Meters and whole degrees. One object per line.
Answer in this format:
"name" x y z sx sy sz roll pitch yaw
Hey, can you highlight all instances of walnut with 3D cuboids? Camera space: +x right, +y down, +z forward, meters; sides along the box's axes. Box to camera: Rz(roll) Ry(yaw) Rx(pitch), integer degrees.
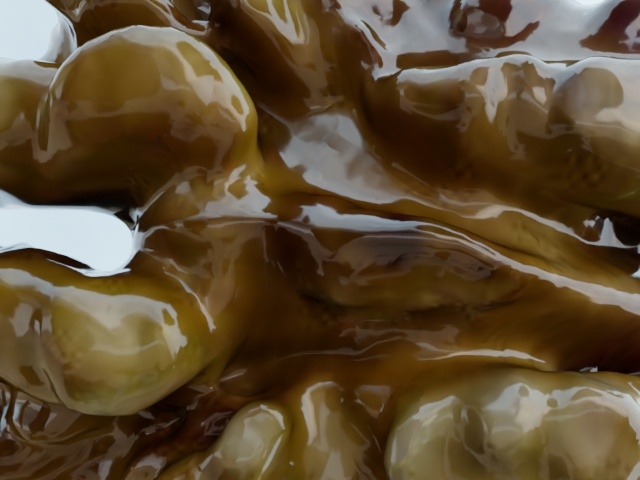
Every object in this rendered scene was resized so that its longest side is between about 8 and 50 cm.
"walnut" 0.000 0.000 0.343 0.170 0.143 0.069 6 -7 8
